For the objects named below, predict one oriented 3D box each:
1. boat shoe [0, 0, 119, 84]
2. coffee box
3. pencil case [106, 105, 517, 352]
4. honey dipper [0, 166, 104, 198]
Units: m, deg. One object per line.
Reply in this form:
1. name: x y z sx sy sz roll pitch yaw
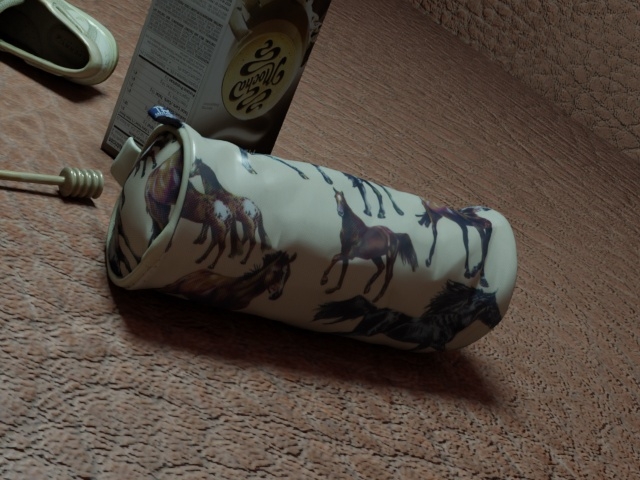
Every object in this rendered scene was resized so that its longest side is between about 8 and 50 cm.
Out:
1. boat shoe: -0.394 -0.291 1.371 0.302 0.109 0.098 33 10 1
2. coffee box: -0.109 -0.208 1.251 0.119 0.297 0.168 34 22 28
3. pencil case: 0.000 0.000 1.079 0.410 0.160 0.183 14 38 -29
4. honey dipper: -0.288 -0.062 1.071 0.160 0.030 0.030 6 29 -38
